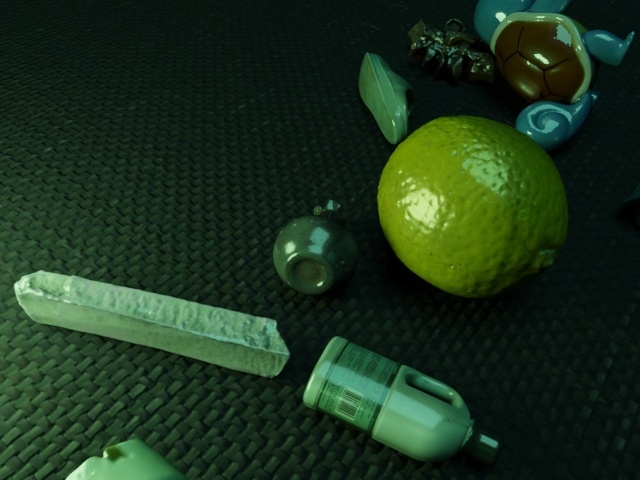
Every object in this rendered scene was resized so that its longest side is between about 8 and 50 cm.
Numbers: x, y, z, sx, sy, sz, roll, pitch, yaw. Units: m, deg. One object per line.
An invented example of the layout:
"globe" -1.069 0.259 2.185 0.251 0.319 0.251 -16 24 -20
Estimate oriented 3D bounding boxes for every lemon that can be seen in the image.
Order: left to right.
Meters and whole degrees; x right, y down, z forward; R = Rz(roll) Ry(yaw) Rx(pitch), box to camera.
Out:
"lemon" 0.210 -0.048 0.770 0.268 0.267 0.267 3 45 -3

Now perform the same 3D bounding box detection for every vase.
"vase" 0.000 0.000 0.798 0.120 0.120 0.182 10 32 4

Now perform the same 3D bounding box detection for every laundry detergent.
"laundry detergent" 0.099 0.195 0.635 0.226 0.070 0.099 21 40 15

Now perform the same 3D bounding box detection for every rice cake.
"rice cake" -0.212 0.102 0.693 0.365 0.072 0.056 11 42 5

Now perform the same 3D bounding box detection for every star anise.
"star anise" 0.322 -0.458 1.291 0.220 0.098 0.214 6 54 0

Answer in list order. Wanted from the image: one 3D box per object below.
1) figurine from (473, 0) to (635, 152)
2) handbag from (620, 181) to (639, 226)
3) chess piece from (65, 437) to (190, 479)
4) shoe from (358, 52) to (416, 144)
"figurine" 0.485 -0.375 1.147 0.243 0.298 0.415 -14 67 7
"handbag" 0.631 -0.106 0.899 0.144 0.221 0.057 -34 91 -41
"chess piece" -0.098 0.299 0.445 0.299 0.194 0.195 27 48 31
"shoe" 0.149 -0.295 1.110 0.100 0.103 0.250 -6 52 -11
